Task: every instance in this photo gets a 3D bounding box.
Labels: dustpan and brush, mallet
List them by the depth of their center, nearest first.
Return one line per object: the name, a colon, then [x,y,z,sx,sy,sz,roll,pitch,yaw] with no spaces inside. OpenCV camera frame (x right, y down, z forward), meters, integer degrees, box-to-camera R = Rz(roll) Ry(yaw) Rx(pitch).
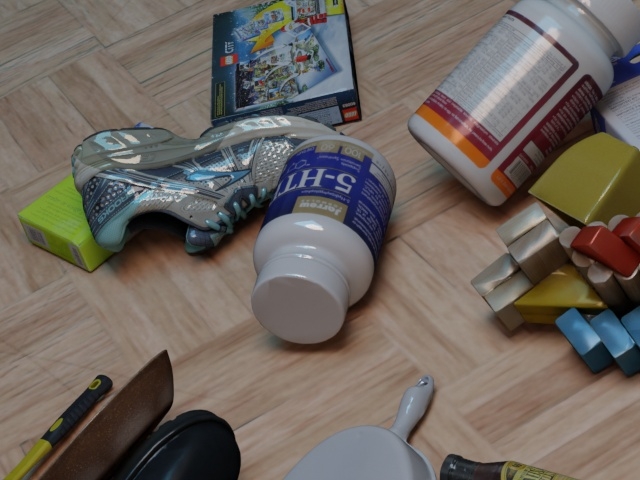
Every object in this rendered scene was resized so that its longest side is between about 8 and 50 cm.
dustpan and brush: [0.043,0.175,1.136,0.147,0.060,0.211,-6,44,36]
mallet: [-0.235,0.183,1.248,0.062,0.039,0.189,15,44,37]

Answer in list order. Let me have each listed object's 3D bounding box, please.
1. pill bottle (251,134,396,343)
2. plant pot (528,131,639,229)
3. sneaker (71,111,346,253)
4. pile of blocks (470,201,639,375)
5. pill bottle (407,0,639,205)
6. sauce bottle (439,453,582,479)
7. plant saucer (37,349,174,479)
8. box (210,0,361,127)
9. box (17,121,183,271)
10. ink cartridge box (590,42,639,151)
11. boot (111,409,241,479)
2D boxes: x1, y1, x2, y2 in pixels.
pill bottle: [0.000,0.000,1.317,0.112,0.112,0.187,-3,40,18]
plant pot: [0.251,-0.045,1.269,0.083,0.081,0.081,-55,39,1]
sneaker: [-0.101,-0.047,1.446,0.283,0.110,0.122,-8,71,-7]
pile of blocks: [0.280,0.036,1.124,0.362,0.112,0.149,-5,62,26]
pill bottle: [0.196,-0.149,1.356,0.221,0.121,0.121,-47,41,2]
sauce bottle: [0.150,0.187,1.080,0.128,0.042,0.042,11,46,30]
plant saucer: [-0.177,0.172,1.153,0.036,0.198,0.198,42,57,2]
box: [-0.042,-0.199,1.636,0.159,0.044,0.233,-12,38,7]
box: [-0.216,-0.049,1.520,0.109,0.042,0.178,23,53,39]
ink cartridge box: [0.376,-0.097,1.328,0.186,0.065,0.311,-24,40,-4]
boot: [-0.093,0.253,1.048,0.207,0.094,0.246,20,58,43]
